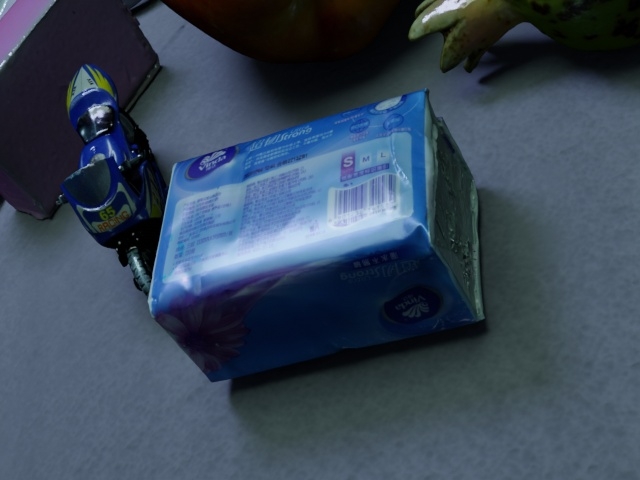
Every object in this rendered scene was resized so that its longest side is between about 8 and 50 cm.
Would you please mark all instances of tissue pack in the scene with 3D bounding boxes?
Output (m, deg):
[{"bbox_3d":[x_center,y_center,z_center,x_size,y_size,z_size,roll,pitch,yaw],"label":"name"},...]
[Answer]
[{"bbox_3d":[0.000,0.000,1.113,0.263,0.146,0.198,-16,44,20],"label":"tissue pack"}]

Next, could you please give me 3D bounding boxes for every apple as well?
[{"bbox_3d":[-0.058,-0.360,1.364,0.329,0.295,0.365,-24,51,4],"label":"apple"}]

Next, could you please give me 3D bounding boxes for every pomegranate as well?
[{"bbox_3d":[0.243,-0.265,1.198,0.231,0.231,0.286,-106,35,-46],"label":"pomegranate"}]

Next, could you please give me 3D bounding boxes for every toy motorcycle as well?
[{"bbox_3d":[-0.208,-0.064,1.283,0.113,0.169,0.315,-28,44,8],"label":"toy motorcycle"}]

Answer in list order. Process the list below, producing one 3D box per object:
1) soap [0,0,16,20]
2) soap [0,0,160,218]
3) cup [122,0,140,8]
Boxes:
[{"bbox_3d":[-0.381,-0.210,1.560,0.145,0.091,0.230,4,64,34],"label":"soap"},{"bbox_3d":[-0.317,-0.179,1.447,0.081,0.181,0.259,11,60,38],"label":"soap"},{"bbox_3d":[-0.269,-0.464,1.664,0.327,0.237,0.322,-14,75,20],"label":"cup"}]
